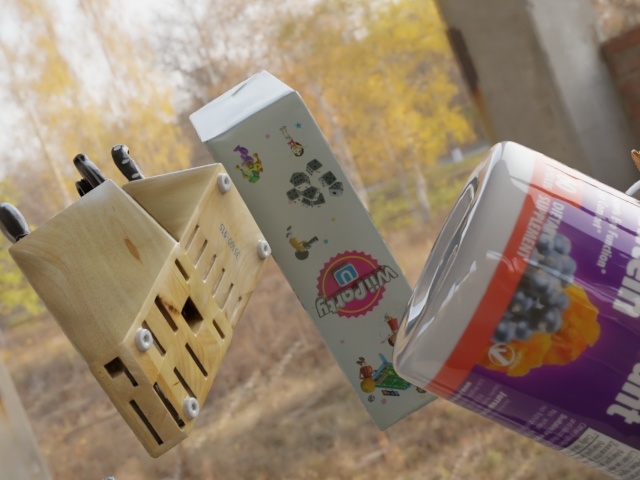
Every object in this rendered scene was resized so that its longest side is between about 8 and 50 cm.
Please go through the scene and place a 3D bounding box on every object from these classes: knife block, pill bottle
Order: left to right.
[{"bbox_3d":[-0.171,0.036,0.927,0.242,0.088,0.276,-11,35,27],"label":"knife block"},{"bbox_3d":[0.137,0.045,0.520,0.108,0.193,0.108,-156,90,-89],"label":"pill bottle"}]

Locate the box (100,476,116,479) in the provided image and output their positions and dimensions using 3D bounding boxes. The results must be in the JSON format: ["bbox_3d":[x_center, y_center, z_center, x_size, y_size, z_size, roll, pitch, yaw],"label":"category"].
[{"bbox_3d":[-0.240,0.364,0.917,0.279,0.290,0.177,-17,42,-19],"label":"box"}]

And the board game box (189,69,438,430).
[{"bbox_3d":[0.000,0.000,1.191,0.097,0.303,0.224,-31,15,-1],"label":"board game box"}]

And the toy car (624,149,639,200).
[{"bbox_3d":[0.280,0.008,1.010,0.219,0.238,0.210,-26,37,-2],"label":"toy car"}]
